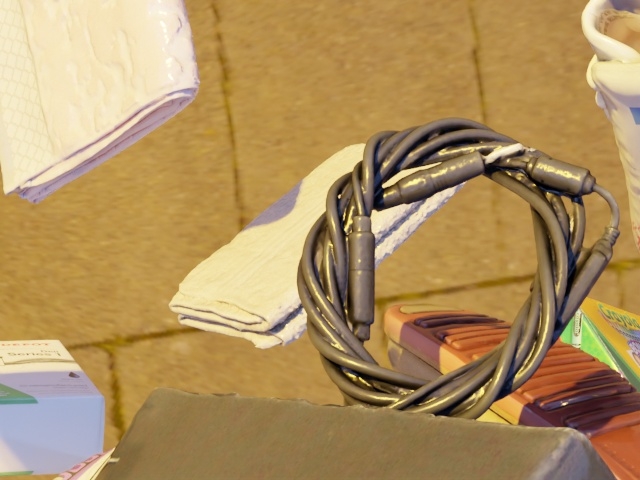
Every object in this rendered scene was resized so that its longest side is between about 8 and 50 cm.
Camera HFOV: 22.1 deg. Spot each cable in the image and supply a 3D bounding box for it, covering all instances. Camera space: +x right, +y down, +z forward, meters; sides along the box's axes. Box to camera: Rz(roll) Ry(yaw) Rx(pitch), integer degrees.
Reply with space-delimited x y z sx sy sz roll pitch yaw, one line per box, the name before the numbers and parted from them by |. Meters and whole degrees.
cable | 0.062 0.014 0.867 0.150 0.047 0.184 32 72 15

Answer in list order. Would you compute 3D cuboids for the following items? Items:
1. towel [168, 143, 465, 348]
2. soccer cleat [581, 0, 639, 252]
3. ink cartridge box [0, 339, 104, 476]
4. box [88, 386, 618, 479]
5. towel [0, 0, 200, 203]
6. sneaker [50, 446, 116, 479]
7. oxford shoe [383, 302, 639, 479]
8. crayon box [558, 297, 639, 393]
towel | 0.000 0.000 1.568 0.282 0.187 0.049 -40 117 -25
soccer cleat | 0.214 -0.087 0.957 0.143 0.331 0.116 27 68 8
ink cartridge box | -0.343 0.182 1.809 0.160 0.219 0.092 0 103 -23
box | 0.006 0.394 0.659 0.480 0.297 0.472 51 59 -25
towel | -0.244 -0.237 1.581 0.053 0.317 0.332 -1 72 -42
sneaker | -0.159 0.159 0.952 0.170 0.071 0.068 -24 119 -58
oxford shoe | 0.148 0.153 0.948 0.123 0.348 0.130 -1 119 -43
crayon box | 0.371 0.168 2.005 0.081 0.278 0.165 -40 62 20
